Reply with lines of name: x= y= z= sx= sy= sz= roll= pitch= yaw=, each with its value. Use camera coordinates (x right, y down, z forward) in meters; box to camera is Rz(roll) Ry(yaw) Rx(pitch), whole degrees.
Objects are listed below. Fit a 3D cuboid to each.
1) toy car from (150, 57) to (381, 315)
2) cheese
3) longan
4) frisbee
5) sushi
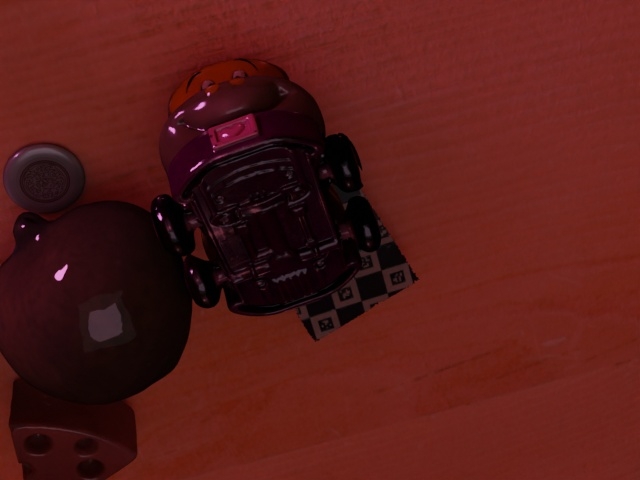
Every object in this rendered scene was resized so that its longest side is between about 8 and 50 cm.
toy car: x=-0.085 y=-0.076 z=1.352 sx=0.271 sy=0.240 sz=0.340 roll=-19 pitch=136 yaw=-1
cheese: x=-0.415 y=0.297 z=1.559 sx=0.203 sy=0.128 sz=0.177 roll=-32 pitch=122 yaw=11
longan: x=-0.313 y=0.084 z=1.380 sx=0.300 sy=0.243 sz=0.300 roll=-1 pitch=104 yaw=-4
frisbee: x=-0.380 y=-0.084 z=1.390 sx=0.110 sy=0.014 sz=0.110 roll=-7 pitch=123 yaw=-12
sushi: x=0.000 y=0.000 z=1.530 sx=0.193 sy=0.043 sz=0.279 roll=-31 pitch=118 yaw=6
